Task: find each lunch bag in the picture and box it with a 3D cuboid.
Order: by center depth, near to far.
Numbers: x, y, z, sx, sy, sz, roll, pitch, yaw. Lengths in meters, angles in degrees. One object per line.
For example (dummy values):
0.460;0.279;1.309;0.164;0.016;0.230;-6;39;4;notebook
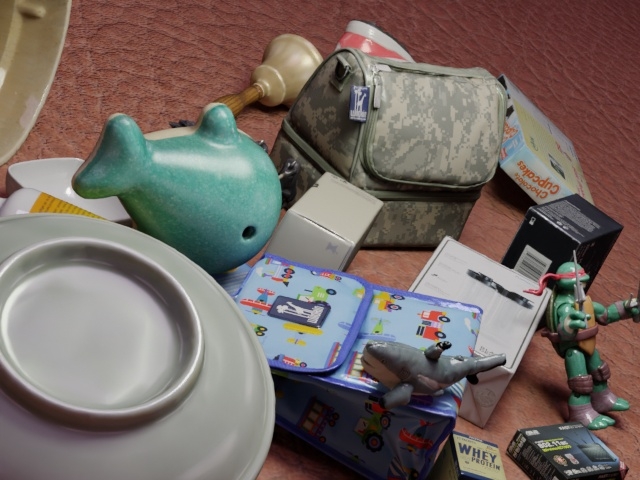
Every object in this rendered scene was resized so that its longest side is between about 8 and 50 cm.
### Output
0.011;0.128;1.792;0.293;0.138;0.221;22;33;1;lunch bag
0.101;-0.142;2.285;0.305;0.256;0.212;2;33;-40;lunch bag

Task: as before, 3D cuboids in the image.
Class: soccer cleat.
0.153;-0.252;2.771;0.318;0.116;0.108;33;-8;-22;soccer cleat

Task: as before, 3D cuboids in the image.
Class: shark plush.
0.117;0.131;1.660;0.161;0.067;0.073;8;38;-10;shark plush

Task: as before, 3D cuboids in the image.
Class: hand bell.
-0.107;-0.225;2.476;0.126;0.126;0.242;34;38;19;hand bell

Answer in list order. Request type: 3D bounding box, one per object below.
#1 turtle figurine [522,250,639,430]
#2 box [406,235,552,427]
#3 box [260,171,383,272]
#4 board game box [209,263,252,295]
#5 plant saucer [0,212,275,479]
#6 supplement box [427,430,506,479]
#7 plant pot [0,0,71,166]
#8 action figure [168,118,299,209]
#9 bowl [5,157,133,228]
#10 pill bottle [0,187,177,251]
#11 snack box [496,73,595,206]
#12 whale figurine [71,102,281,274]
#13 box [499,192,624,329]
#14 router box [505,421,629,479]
0.340;0.112;2.037;0.175;0.234;0.118;-18;15;-42;turtle figurine
0.184;0.110;2.061;0.169;0.087;0.290;27;25;6;box
0.000;0.000;2.032;0.094;0.113;0.275;30;14;3;box
-0.100;0.084;1.908;0.211;0.039;0.160;38;28;25;board game box
-0.223;0.106;1.523;0.400;0.101;0.401;13;46;-13;plant saucer
0.153;0.265;1.725;0.056;0.083;0.083;19;25;-13;supplement box
-0.510;-0.285;1.987;0.305;0.334;0.334;16;23;7;plant pot
-0.124;-0.073;2.087;0.164;0.141;0.275;34;10;15;action figure
-0.304;-0.042;1.955;0.142;0.053;0.142;39;28;26;bowl
-0.288;0.026;1.732;0.245;0.136;0.136;23;24;-4;pill bottle
0.363;-0.145;2.696;0.187;0.060;0.322;42;19;-18;snack box
-0.152;-0.053;1.832;0.141;0.216;0.272;39;9;37;whale figurine
0.328;0.030;2.271;0.093;0.156;0.158;36;27;22;box
0.294;0.261;1.917;0.122;0.038;0.092;0;34;-43;router box
